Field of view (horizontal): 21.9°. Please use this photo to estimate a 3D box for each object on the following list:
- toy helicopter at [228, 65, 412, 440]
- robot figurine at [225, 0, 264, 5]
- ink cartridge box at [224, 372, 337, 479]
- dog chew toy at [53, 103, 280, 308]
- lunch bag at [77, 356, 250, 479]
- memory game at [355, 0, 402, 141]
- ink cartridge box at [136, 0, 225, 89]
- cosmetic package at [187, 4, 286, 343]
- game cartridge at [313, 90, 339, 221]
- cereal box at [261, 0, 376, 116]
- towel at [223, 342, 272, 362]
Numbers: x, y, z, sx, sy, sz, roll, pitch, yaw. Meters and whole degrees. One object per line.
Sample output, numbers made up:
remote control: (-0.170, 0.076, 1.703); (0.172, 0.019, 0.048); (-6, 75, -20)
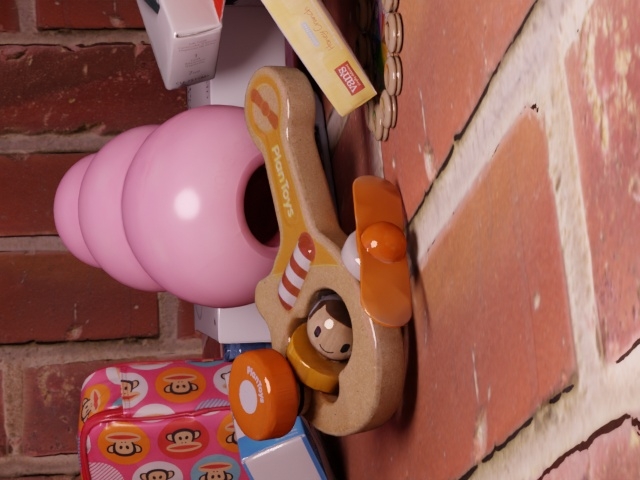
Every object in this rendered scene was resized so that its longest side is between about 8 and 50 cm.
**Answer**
toy helicopter: (0.000, 0.000, 1.502); (0.235, 0.140, 0.355); (-35, 66, 55)
robot figurine: (-0.130, -0.393, 2.135); (0.278, 0.173, 0.209); (103, 150, -59)
ink cartridge box: (-0.040, 0.237, 1.870); (0.190, 0.082, 0.139); (-107, -7, -63)
dog chew toy: (-0.156, -0.033, 1.727); (0.332, 0.206, 0.206); (-2, 91, 46)
lunch bag: (-0.156, 0.273, 2.079); (0.120, 0.293, 0.258); (-102, 9, -52)
memory game: (0.053, -0.185, 1.549); (0.186, 0.012, 0.186); (178, 90, -81)
ink cartridge box: (-0.163, -0.326, 1.674); (0.239, 0.060, 0.275); (110, 143, -69)
cosmetic package: (-0.099, -0.073, 1.956); (0.284, 0.097, 0.377); (177, 91, -78)
game cartridge: (-0.018, -0.004, 1.913); (0.198, 0.062, 0.297); (94, 170, -57)
cereal box: (-0.026, -0.232, 1.592); (0.173, 0.047, 0.240); (54, -175, -25)
towel: (-0.055, 0.135, 1.971); (0.067, 0.119, 0.029); (136, 141, -78)
